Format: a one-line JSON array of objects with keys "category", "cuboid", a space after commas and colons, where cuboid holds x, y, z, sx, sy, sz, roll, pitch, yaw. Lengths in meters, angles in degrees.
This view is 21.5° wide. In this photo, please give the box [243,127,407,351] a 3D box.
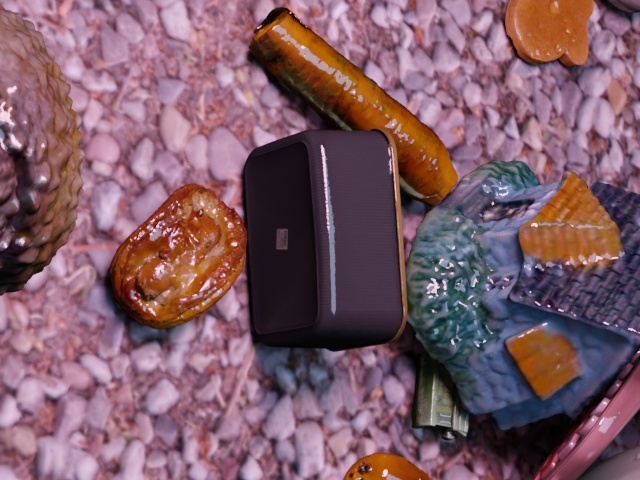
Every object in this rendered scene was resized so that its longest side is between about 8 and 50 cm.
[{"category": "box", "cuboid": [0.000, 0.000, 1.558, 0.090, 0.144, 0.201, 2, 82, -34]}]

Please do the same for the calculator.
[{"category": "calculator", "cuboid": [0.305, 0.159, 1.724, 0.048, 0.220, 0.329, 40, 52, 6]}]

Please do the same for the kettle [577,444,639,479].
[{"category": "kettle", "cuboid": [0.422, 0.389, 1.761, 0.319, 0.247, 0.342, -38, 115, -36]}]

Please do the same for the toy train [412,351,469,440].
[{"category": "toy train", "cuboid": [0.122, 0.153, 1.693, 0.056, 0.038, 0.093, 14, 73, -30]}]

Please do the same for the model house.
[{"category": "model house", "cuboid": [0.255, 0.033, 1.661, 0.226, 0.241, 0.261, 60, 42, -17]}]

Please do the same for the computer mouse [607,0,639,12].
[{"category": "computer mouse", "cuboid": [0.316, -0.413, 1.909, 0.331, 0.095, 0.197, 48, 61, -21]}]

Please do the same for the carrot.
[{"category": "carrot", "cuboid": [0.034, -0.129, 1.657, 0.260, 0.070, 0.070, 40, 61, -23]}]

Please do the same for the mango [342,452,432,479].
[{"category": "mango", "cuboid": [0.071, 0.247, 1.619, 0.127, 0.063, 0.077, 32, 100, -33]}]

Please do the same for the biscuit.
[{"category": "biscuit", "cuboid": [0.258, -0.243, 1.875, 0.140, 0.023, 0.118, -43, 108, -35]}]

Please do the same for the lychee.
[{"category": "lychee", "cuboid": [-0.293, -0.078, 1.281, 0.255, 0.255, 0.274, 50, 42, -20]}]

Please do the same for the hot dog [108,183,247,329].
[{"category": "hot dog", "cuboid": [-0.122, 0.013, 1.511, 0.099, 0.065, 0.147, 51, 58, -7]}]
